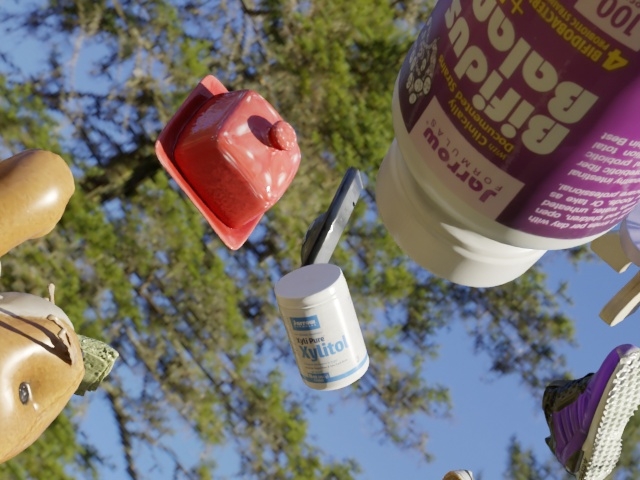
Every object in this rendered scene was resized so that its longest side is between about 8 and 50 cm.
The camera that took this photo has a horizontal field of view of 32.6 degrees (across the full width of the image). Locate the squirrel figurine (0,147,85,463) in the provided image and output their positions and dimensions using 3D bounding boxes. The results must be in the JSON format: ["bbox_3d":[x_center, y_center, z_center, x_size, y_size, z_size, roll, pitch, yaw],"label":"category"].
[{"bbox_3d":[-0.388,0.038,0.901,0.281,0.397,0.370,9,-62,61],"label":"squirrel figurine"}]

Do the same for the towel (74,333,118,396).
[{"bbox_3d":[-0.333,0.142,1.359,0.148,0.027,0.110,22,-45,-18],"label":"towel"}]

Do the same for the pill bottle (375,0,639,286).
[{"bbox_3d":[0.141,-0.099,0.633,0.169,0.169,0.301,44,-37,11],"label":"pill bottle"}]

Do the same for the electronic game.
[{"bbox_3d":[0.000,0.000,1.547,0.048,0.229,0.229,26,-36,0],"label":"electronic game"}]

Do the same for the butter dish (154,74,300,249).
[{"bbox_3d":[-0.078,-0.100,1.214,0.118,0.160,0.160,-17,-60,36],"label":"butter dish"}]

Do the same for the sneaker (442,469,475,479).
[{"bbox_3d":[0.146,0.248,1.011,0.032,0.037,0.083,-37,-111,33],"label":"sneaker"}]

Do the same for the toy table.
[{"bbox_3d":[0.547,0.031,1.694,0.252,0.274,0.161,56,-36,35],"label":"toy table"}]

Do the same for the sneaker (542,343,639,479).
[{"bbox_3d":[0.429,0.266,1.790,0.146,0.102,0.293,43,-42,38],"label":"sneaker"}]

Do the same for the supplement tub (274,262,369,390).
[{"bbox_3d":[0.002,0.084,1.061,0.071,0.071,0.107,9,-55,46],"label":"supplement tub"}]
